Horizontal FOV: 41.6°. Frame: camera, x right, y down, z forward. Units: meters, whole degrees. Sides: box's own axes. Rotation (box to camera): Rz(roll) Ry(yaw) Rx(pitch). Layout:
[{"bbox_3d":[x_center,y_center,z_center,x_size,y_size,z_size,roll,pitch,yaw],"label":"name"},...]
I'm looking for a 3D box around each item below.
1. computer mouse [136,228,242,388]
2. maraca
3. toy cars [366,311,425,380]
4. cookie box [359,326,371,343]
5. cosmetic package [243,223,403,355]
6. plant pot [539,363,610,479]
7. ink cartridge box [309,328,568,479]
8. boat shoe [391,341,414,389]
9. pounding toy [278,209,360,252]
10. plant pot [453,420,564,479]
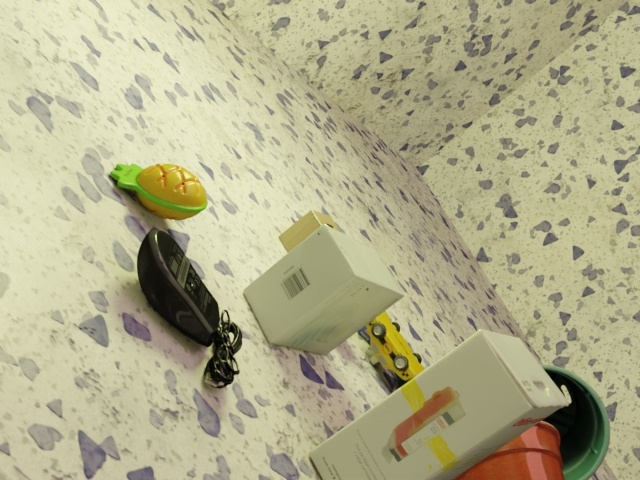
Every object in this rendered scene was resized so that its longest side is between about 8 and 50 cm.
[{"bbox_3d":[-0.227,0.108,1.383,0.272,0.072,0.188,59,12,-18],"label":"computer mouse"},{"bbox_3d":[-0.299,-0.098,1.573,0.186,0.099,0.127,22,20,-7],"label":"maraca"},{"bbox_3d":[0.090,0.201,1.983,0.394,0.087,0.176,41,21,-19],"label":"toy cars"},{"bbox_3d":[0.123,0.207,2.123,0.092,0.040,0.107,48,18,-14],"label":"cookie box"},{"bbox_3d":[0.010,0.108,1.713,0.225,0.224,0.138,23,32,-58],"label":"cosmetic package"},{"bbox_3d":[0.605,0.492,2.354,0.341,0.341,0.334,53,8,6],"label":"plant pot"},{"bbox_3d":[0.216,0.332,1.503,0.160,0.385,0.279,58,18,22],"label":"ink cartridge box"},{"bbox_3d":[0.218,0.333,2.087,0.066,0.066,0.183,46,27,-33],"label":"boat shoe"},{"bbox_3d":[0.000,0.000,2.077,0.100,0.130,0.141,59,18,22],"label":"pounding toy"},{"bbox_3d":[0.422,0.570,1.816,0.272,0.272,0.265,38,30,-38],"label":"plant pot"}]
